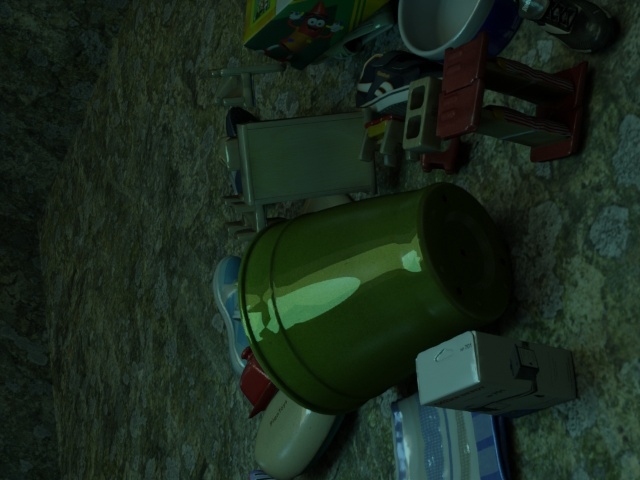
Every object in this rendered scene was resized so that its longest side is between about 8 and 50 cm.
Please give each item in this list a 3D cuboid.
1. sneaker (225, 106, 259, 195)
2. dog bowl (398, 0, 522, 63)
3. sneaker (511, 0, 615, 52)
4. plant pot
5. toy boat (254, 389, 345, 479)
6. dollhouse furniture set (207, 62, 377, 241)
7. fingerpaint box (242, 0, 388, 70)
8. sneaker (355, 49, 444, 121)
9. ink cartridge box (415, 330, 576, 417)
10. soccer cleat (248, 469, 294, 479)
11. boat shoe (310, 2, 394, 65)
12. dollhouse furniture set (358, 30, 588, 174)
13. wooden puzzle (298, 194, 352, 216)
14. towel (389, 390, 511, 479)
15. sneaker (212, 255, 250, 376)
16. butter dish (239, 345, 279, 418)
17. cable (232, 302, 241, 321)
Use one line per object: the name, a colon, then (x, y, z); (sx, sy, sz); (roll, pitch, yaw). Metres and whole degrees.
sneaker: (-0.201, -0.203, 2.389); (0.131, 0.112, 0.319); (-50, 39, 34)
dog bowl: (0.260, -0.452, 1.720); (0.265, 0.104, 0.265); (-29, 56, 53)
sneaker: (0.370, -0.366, 1.504); (0.078, 0.106, 0.234); (-64, 33, 23)
plant pot: (0.114, 0.072, 1.584); (0.353, 0.366, 0.366); (-27, 56, 39)
toy boat: (-0.017, 0.417, 1.855); (0.267, 0.148, 0.318); (-54, 30, 26)
dollhouse furniture set: (-0.067, -0.188, 1.967); (0.394, 0.256, 0.362); (-149, 53, -73)
fingerpaint box: (0.018, -0.639, 1.953); (0.371, 0.163, 0.445); (-29, 50, 48)
sneaker: (0.162, -0.307, 1.803); (0.321, 0.126, 0.127); (-4, 86, 60)
ink cartridge box: (0.259, 0.202, 1.400); (0.139, 0.191, 0.082); (-35, 51, 50)
soccer cleat: (-0.074, 0.530, 1.966); (0.095, 0.083, 0.248); (-48, 25, -8)
boat shoe: (0.048, -0.449, 2.071); (0.302, 0.109, 0.094); (-29, 78, 54)
dollhouse furniture set: (0.243, -0.212, 1.584); (0.374, 0.201, 0.152); (-7, 74, 65)
wooden puzzle: (0.000, 0.000, 2.058); (0.238, 0.044, 0.221); (-62, 33, 17)
towel: (0.208, 0.336, 1.579); (0.285, 0.034, 0.209); (-37, 50, 52)
sneaker: (-0.138, 0.138, 2.156); (0.208, 0.127, 0.319); (-48, 51, 43)
butter dish: (-0.118, 0.270, 2.001); (0.118, 0.160, 0.160); (40, 136, 11)
cable: (-0.040, 0.146, 1.854); (0.257, 0.257, 0.089); (-7, 69, 66)
